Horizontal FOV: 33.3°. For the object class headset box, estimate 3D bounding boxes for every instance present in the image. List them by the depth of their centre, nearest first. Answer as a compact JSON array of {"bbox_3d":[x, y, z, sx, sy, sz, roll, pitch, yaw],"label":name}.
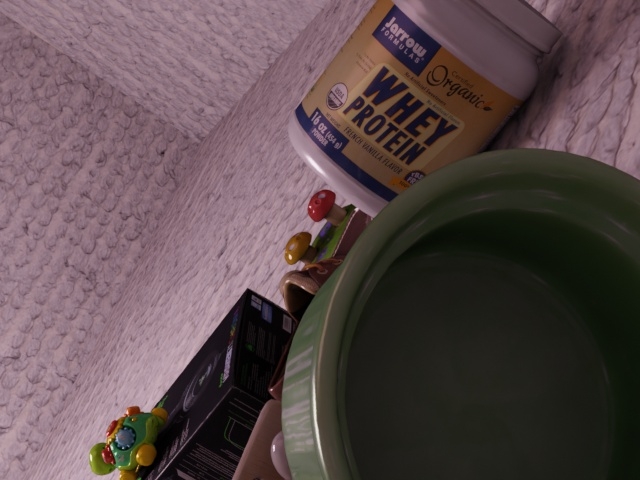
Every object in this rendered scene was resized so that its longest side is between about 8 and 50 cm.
[{"bbox_3d":[-0.134,0.252,1.457,0.283,0.131,0.246,-51,16,23],"label":"headset box"}]

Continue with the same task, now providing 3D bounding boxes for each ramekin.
[{"bbox_3d":[0.120,0.106,0.693,0.303,0.303,0.148,-62,9,-19],"label":"ramekin"}]

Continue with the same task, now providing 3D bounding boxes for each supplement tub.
[{"bbox_3d":[0.132,-0.198,1.363,0.316,0.228,0.228,-52,16,18],"label":"supplement tub"}]

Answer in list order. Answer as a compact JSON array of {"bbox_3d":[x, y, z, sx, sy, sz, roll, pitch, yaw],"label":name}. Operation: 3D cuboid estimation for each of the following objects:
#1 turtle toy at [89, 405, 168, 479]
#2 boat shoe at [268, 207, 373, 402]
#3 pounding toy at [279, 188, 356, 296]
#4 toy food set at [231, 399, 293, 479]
[{"bbox_3d":[-0.261,0.274,1.428,0.130,0.066,0.095,-49,17,30],"label":"turtle toy"},{"bbox_3d":[0.013,0.072,1.362,0.123,0.123,0.342,-38,27,51],"label":"boat shoe"},{"bbox_3d":[0.000,0.000,1.592,0.183,0.110,0.237,-61,16,-17],"label":"pounding toy"},{"bbox_3d":[0.030,0.238,0.865,0.306,0.092,0.220,-4,53,45],"label":"toy food set"}]
